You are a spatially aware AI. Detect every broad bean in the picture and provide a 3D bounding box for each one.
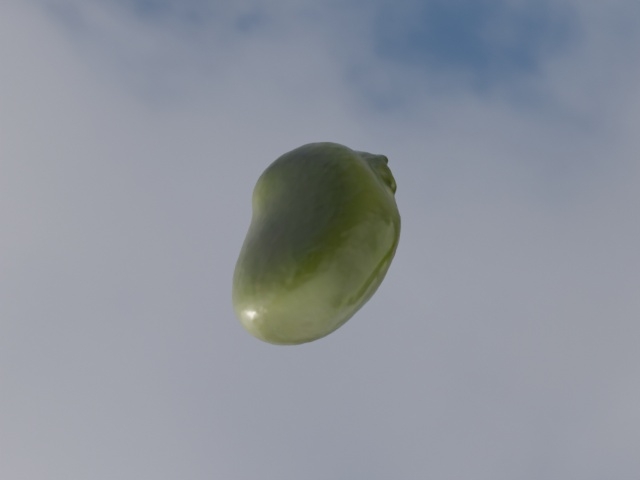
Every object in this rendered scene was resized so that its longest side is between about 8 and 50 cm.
[{"bbox_3d":[0.000,0.000,1.255,0.124,0.174,0.082,-22,-50,21],"label":"broad bean"}]
